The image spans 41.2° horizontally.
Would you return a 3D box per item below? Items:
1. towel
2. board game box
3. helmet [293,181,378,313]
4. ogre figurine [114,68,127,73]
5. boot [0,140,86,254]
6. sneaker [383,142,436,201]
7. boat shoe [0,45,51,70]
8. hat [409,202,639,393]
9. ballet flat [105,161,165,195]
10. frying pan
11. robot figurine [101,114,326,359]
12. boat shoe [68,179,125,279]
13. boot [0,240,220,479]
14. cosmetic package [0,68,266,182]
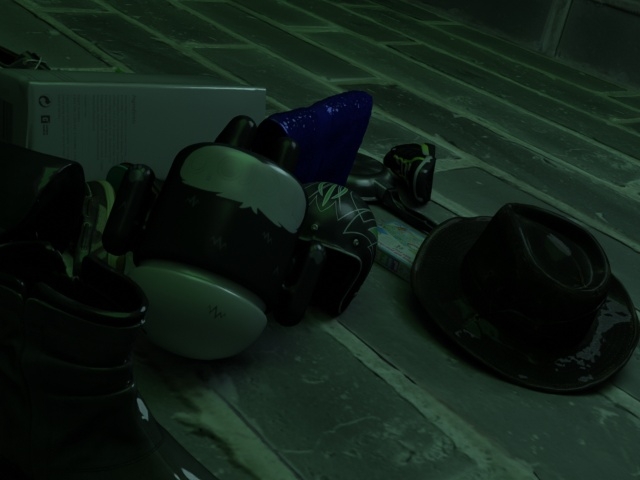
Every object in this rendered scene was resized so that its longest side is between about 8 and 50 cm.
[{"bbox_3d":[-0.025,-0.102,1.276,0.076,0.228,0.308,34,30,13],"label":"towel"},{"bbox_3d":[0.136,0.021,1.320,0.103,0.026,0.154,-13,36,-43],"label":"board game box"},{"bbox_3d":[0.000,0.000,1.140,0.169,0.162,0.169,10,26,-5],"label":"helmet"},{"bbox_3d":[-0.345,-0.256,1.586,0.118,0.097,0.197,31,40,11],"label":"ogre figurine"},{"bbox_3d":[-0.468,-0.134,0.991,0.445,0.367,0.146,21,0,23],"label":"boot"},{"bbox_3d":[0.164,-0.131,1.602,0.097,0.084,0.235,7,17,5],"label":"sneaker"},{"bbox_3d":[-0.562,-0.322,1.640,0.233,0.079,0.084,18,24,8],"label":"boat shoe"},{"bbox_3d":[0.287,0.038,1.152,0.331,0.134,0.331,4,43,-4],"label":"hat"},{"bbox_3d":[-0.197,-0.009,1.166,0.096,0.095,0.280,1,37,-45],"label":"ballet flat"},{"bbox_3d":[0.070,-0.095,1.512,0.197,0.053,0.326,0,25,-24],"label":"frying pan"},{"bbox_3d":[-0.116,0.000,0.981,0.209,0.278,0.173,11,-21,21],"label":"robot figurine"},{"bbox_3d":[-0.309,-0.019,1.130,0.073,0.080,0.223,5,30,-27],"label":"boat shoe"},{"bbox_3d":[-0.163,0.145,0.695,0.338,0.223,0.118,21,26,16],"label":"boot"},{"bbox_3d":[-0.300,-0.183,1.344,0.385,0.156,0.217,-4,17,-33],"label":"cosmetic package"}]
